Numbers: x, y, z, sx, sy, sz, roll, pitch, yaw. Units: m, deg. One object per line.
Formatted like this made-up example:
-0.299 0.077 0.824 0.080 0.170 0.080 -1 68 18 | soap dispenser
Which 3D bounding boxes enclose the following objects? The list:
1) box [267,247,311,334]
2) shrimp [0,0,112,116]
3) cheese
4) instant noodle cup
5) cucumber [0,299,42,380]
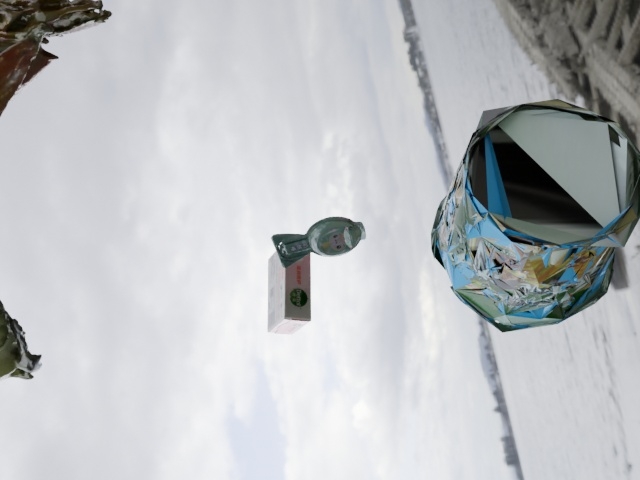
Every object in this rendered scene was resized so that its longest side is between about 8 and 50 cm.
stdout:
-0.049 0.073 1.072 0.089 0.043 0.125 138 135 -61 | box
-0.267 -0.114 0.492 0.061 0.267 0.145 43 -150 -76 | shrimp
0.000 0.000 0.918 0.026 0.120 0.067 -97 -9 -52 | cheese
0.247 -0.036 0.811 0.178 0.240 0.240 80 -178 -64 | instant noodle cup
-0.358 0.125 0.435 0.325 0.145 0.105 -40 -41 -34 | cucumber
